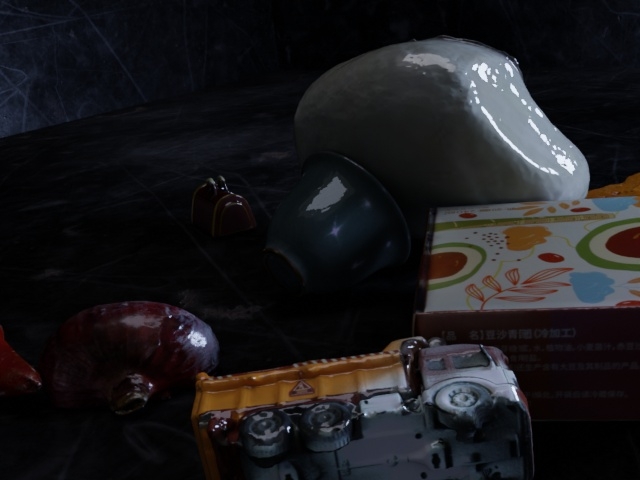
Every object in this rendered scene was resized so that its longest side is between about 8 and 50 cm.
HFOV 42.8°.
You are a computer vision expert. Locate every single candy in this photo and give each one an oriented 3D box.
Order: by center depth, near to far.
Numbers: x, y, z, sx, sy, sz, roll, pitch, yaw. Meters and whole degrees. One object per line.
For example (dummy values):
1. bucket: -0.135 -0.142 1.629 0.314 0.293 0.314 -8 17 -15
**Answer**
1. candy: 0.139 -0.108 1.159 0.427 0.386 0.186 1 56 46

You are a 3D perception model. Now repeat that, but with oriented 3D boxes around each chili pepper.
1. chili pepper: -0.392 0.135 0.964 0.063 0.071 0.272 22 -1 -38

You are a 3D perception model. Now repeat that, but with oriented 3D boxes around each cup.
1. cup: 0.000 0.000 1.103 0.150 0.199 0.199 -41 34 -26

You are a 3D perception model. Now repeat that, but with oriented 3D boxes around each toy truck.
1. toy truck: 0.032 0.160 0.685 0.271 0.114 0.135 -8 23 3

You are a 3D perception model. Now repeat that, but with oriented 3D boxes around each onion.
1. onion: -0.217 0.119 0.904 0.206 0.098 0.151 -8 17 -5

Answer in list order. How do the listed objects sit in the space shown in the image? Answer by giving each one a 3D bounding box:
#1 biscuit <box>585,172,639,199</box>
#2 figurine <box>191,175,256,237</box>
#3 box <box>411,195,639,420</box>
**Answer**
1. biscuit: 0.543 -0.061 1.260 0.334 0.047 0.202 -18 23 -26
2. figurine: -0.186 -0.070 1.462 0.082 0.098 0.154 -19 24 -23
3. box: 0.301 0.056 0.870 0.386 0.122 0.344 -3 18 11
